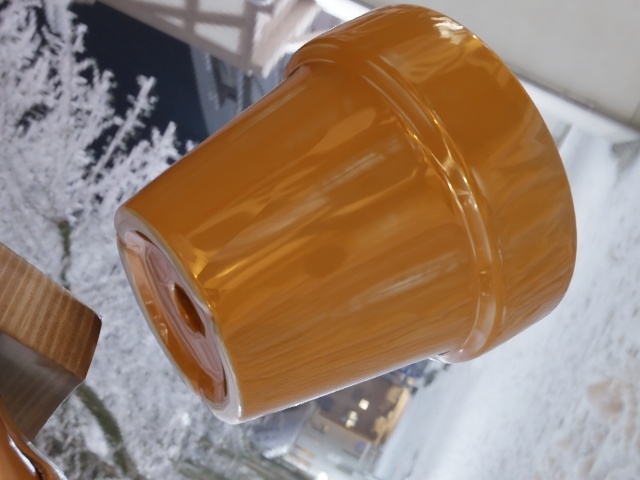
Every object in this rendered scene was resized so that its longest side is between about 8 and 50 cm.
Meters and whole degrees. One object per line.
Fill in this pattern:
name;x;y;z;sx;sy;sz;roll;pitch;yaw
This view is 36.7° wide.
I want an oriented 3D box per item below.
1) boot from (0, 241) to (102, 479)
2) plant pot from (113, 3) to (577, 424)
boot;-0.205;0.055;0.364;0.109;0.220;0.283;-49;22;26
plant pot;0.000;0.000;0.530;0.188;0.205;0.205;-29;-22;-24
